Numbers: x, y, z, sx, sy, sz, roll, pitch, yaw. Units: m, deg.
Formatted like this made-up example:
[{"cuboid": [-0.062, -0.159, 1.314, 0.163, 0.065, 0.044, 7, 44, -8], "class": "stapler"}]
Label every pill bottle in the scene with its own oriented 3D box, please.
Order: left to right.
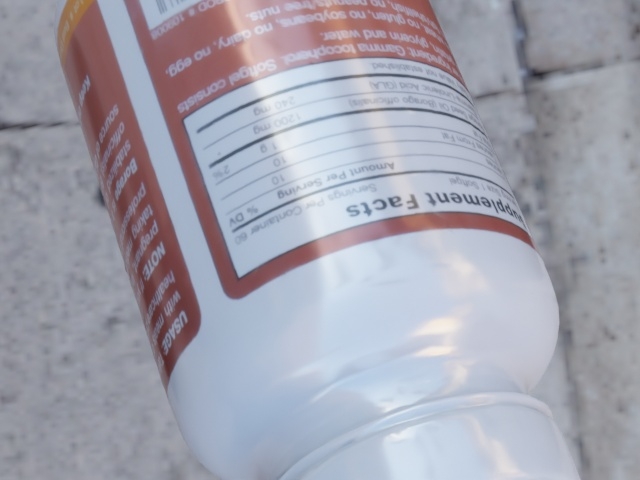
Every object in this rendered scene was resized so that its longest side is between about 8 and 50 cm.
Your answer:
[{"cuboid": [0.000, 0.000, 0.598, 0.121, 0.121, 0.216, 15, 46, -48], "class": "pill bottle"}]
